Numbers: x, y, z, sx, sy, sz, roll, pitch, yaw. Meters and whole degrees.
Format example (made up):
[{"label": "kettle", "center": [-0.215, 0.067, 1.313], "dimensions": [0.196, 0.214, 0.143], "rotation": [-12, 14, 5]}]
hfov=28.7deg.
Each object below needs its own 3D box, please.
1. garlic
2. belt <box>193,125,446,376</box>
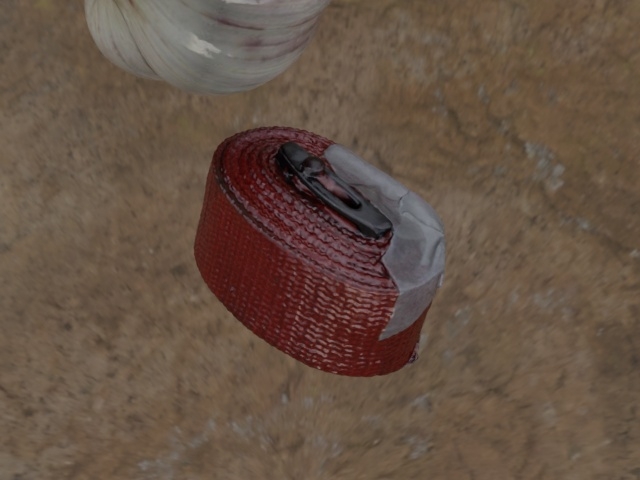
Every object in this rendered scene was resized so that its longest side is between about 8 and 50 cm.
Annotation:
[{"label": "garlic", "center": [-0.049, -0.232, 0.868], "dimensions": [0.253, 0.245, 0.245], "rotation": [-20, 78, -36]}, {"label": "belt", "center": [0.000, 0.000, 0.915], "dimensions": [0.201, 0.124, 0.128], "rotation": [37, 47, 21]}]
